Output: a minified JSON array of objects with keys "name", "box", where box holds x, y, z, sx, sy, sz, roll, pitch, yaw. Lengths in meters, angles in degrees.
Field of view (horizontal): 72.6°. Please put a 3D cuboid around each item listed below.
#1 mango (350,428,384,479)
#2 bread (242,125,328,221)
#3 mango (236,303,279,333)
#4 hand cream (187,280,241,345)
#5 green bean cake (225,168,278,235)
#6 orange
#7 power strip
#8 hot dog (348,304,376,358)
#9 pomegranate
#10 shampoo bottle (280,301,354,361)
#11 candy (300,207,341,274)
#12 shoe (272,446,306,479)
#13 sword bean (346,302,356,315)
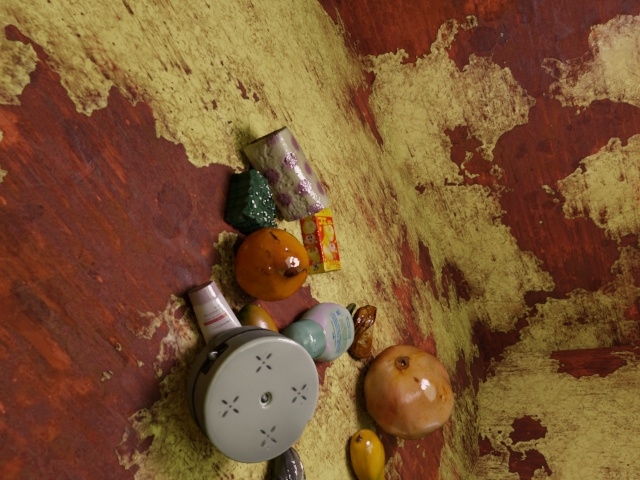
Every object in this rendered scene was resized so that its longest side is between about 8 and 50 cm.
[{"name":"mango","box":[0.200,0.900,1.788,0.176,0.119,0.317,-50,129,-56]},{"name":"bread","box":[-0.127,-0.242,1.624,0.338,0.187,0.155,61,27,-25]},{"name":"mango","box":[-0.195,0.308,1.364,0.151,0.120,0.221,8,69,-55]},{"name":"hand cream","box":[-0.297,0.243,1.255,0.248,0.133,0.083,65,-6,-10]},{"name":"green bean cake","box":[-0.221,-0.125,1.508,0.193,0.107,0.208,33,50,-48]},{"name":"orange","box":[-0.154,0.076,1.413,0.246,0.246,0.246,29,55,-51]},{"name":"power strip","box":[-0.188,0.401,1.188,0.357,0.161,0.357,-2,93,-33]},{"name":"hot dog","box":[0.180,0.406,1.927,0.175,0.114,0.259,-66,163,-53]},{"name":"pomegranate","box":[0.384,0.671,1.908,0.411,0.411,0.411,29,55,-51]},{"name":"shampoo bottle","box":[-0.014,0.353,1.611,0.349,0.151,0.221,-4,88,-59]},{"name":"candy","box":[0.000,0.000,1.831,0.146,0.088,0.276,-4,82,-57]},{"name":"shoe","box":[-0.140,0.790,1.284,0.171,0.132,0.336,16,51,-31]},{"name":"sword bean","box":[0.104,0.372,1.905,0.043,0.038,0.269,40,41,-9]}]
